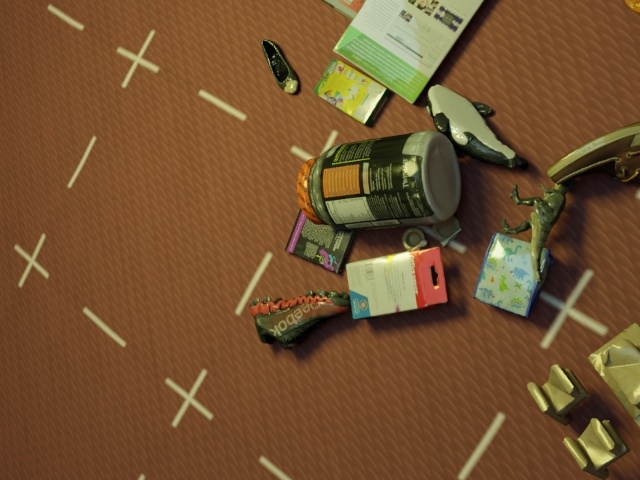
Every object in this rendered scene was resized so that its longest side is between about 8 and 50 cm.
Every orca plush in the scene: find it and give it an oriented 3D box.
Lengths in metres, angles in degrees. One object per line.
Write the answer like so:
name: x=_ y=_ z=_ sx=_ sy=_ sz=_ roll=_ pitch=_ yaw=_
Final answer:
orca plush: x=0.343 y=-0.233 z=1.775 sx=0.287 sy=0.102 sz=0.151 roll=34 pitch=54 yaw=16

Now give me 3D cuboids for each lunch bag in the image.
lunch bag: x=0.412 y=0.076 z=1.671 sx=0.129 sy=0.096 sz=0.151 roll=19 pitch=82 yaw=27

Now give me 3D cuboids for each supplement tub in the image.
supplement tub: x=0.128 y=-0.128 z=1.766 sx=0.338 sy=0.207 sz=0.207 roll=-4 pitch=81 yaw=35

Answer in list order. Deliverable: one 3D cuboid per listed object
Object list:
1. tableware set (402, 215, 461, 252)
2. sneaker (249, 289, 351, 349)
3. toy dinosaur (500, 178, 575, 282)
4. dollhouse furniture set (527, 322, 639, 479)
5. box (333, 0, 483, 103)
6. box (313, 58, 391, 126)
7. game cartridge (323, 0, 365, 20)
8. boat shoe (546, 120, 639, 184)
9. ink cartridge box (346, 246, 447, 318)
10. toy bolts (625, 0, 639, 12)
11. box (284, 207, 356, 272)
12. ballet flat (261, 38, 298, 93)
tableware set: x=0.241 y=-0.054 z=1.818 sx=0.141 sy=0.020 sz=0.168 roll=-27 pitch=72 yaw=21
sneaker: x=-0.045 y=0.192 z=1.884 sx=0.276 sy=0.098 sz=0.135 roll=-12 pitch=78 yaw=27
toy dinosaur: x=0.447 y=-0.050 z=1.631 sx=0.118 sy=0.064 sz=0.268 roll=18 pitch=68 yaw=18
dollhouse furniture set: x=0.678 y=0.349 z=1.472 sx=0.362 sy=0.256 sz=0.394 roll=-41 pitch=46 yaw=15
box: x=0.213 y=-0.516 z=1.828 sx=0.232 sy=0.058 sz=0.322 roll=35 pitch=99 yaw=2
box: x=0.076 y=-0.369 z=1.932 sx=0.179 sy=0.043 sz=0.105 roll=37 pitch=100 yaw=24
game cartridge: x=0.145 y=-0.622 z=1.928 sx=0.294 sy=0.060 sz=0.196 roll=39 pitch=97 yaw=25
boat shoe: x=0.637 y=-0.170 z=1.577 sx=0.342 sy=0.123 sz=0.123 roll=-21 pitch=84 yaw=9
ink cartridge box: x=0.184 y=0.100 z=1.791 sx=0.231 sy=0.078 sz=0.134 roll=-12 pitch=78 yaw=25
toy bolts: x=0.722 y=-0.611 z=1.618 sx=0.228 sy=0.159 sz=0.218 roll=57 pitch=148 yaw=11
box: x=0.000 y=0.000 z=1.927 sx=0.162 sy=0.029 sz=0.116 roll=23 pitch=95 yaw=29
ballet flat: x=-0.111 y=-0.452 z=2.033 sx=0.057 sy=0.049 sz=0.173 roll=-37 pitch=69 yaw=19
